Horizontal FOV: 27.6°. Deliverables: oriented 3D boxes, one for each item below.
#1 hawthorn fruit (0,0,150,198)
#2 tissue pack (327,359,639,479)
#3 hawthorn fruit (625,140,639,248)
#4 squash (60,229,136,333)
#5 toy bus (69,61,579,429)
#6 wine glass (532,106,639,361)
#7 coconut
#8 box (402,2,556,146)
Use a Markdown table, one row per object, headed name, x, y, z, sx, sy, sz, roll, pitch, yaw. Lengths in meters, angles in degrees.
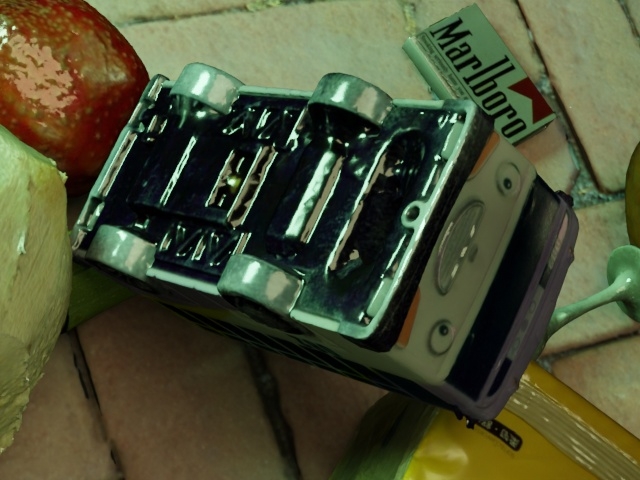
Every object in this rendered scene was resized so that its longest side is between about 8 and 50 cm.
| name | x | y | z | sx | sy | sz | roll | pitch | yaw |
| --- | --- | --- | --- | --- | --- | --- | --- | --- | --- |
| hawthorn fruit | -0.261 | -0.131 | 1.300 | 0.253 | 0.205 | 0.205 | 40 | 61 | -9 |
| tissue pack | 0.202 | 0.299 | 1.229 | 0.382 | 0.293 | 0.228 | 37 | 60 | -3 |
| hawthorn fruit | 0.460 | -0.021 | 1.524 | 0.208 | 0.208 | 0.248 | 1 | 92 | -20 |
| squash | -0.201 | 0.017 | 1.319 | 0.188 | 0.095 | 0.095 | -24 | 78 | -33 |
| toy bus | 0.000 | 0.000 | 1.137 | 0.249 | 0.440 | 0.209 | 35 | 75 | -38 |
| wine glass | 0.202 | 0.023 | 1.455 | 0.309 | 0.096 | 0.264 | -20 | 79 | -25 |
| coconut | -0.379 | 0.020 | 1.102 | 0.346 | 0.346 | 0.360 | 17 | 67 | -13 |
| box | 0.192 | -0.192 | 1.577 | 0.115 | 0.036 | 0.177 | -29 | 80 | -28 |
